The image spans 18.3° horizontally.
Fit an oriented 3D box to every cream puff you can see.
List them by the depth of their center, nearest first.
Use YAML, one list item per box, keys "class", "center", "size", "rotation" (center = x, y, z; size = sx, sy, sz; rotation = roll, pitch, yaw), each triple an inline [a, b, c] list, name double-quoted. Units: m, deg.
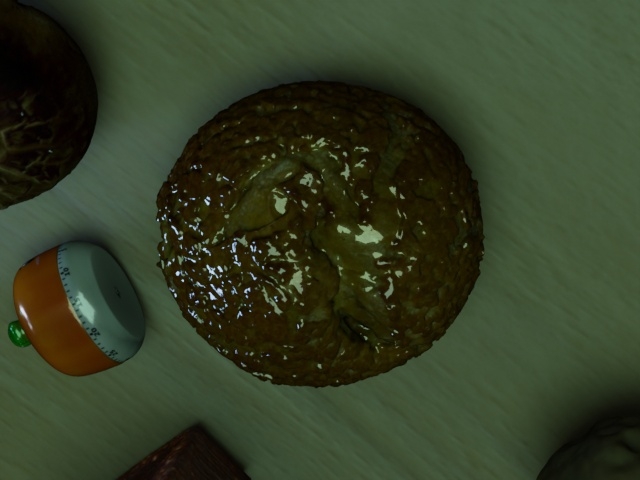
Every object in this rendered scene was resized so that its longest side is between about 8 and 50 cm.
- class: "cream puff"
  center: [0.000, 0.000, 1.794]
  size: [0.303, 0.212, 0.303]
  rotation: [0, 106, 2]

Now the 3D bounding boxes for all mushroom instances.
- class: "mushroom"
  center: [-0.337, -0.144, 1.778]
  size: [0.297, 0.163, 0.278]
  rotation: [25, 112, -29]

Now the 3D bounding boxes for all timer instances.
- class: "timer"
  center: [-0.243, 0.070, 1.906]
  size: [0.136, 0.099, 0.136]
  rotation: [5, 106, 17]

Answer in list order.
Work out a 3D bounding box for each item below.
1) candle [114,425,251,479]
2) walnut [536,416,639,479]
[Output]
- class: "candle"
  center: [-0.189, 0.292, 1.905]
  size: [0.287, 0.317, 0.131]
  rotation: [-45, 100, -23]
- class: "walnut"
  center: [0.319, 0.284, 1.838]
  size: [0.227, 0.273, 0.273]
  rotation: [-16, 108, 10]
